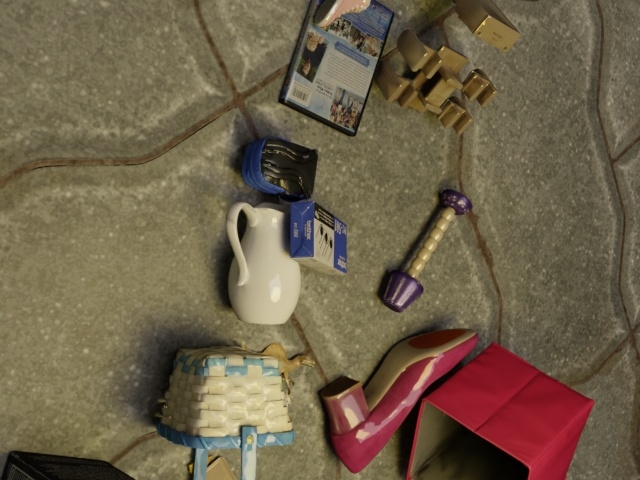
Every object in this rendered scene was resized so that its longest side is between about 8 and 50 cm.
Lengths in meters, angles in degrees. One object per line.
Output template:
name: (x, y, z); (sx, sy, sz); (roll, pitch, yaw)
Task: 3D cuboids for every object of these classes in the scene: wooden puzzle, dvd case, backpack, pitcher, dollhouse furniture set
wooden puzzle: (-0.194, 0.435, 1.516); (0.079, 0.014, 0.116); (-28, 115, -26)
dvd case: (0.034, -0.338, 1.532); (0.180, 0.022, 0.253); (20, 86, -39)
backpack: (-0.079, -0.119, 1.434); (0.120, 0.101, 0.098); (19, 69, -42)
pitcher: (-0.108, 0.037, 1.423); (0.178, 0.125, 0.207); (1, 93, -57)
dollhouse furniture set: (0.240, -0.363, 1.614); (0.212, 0.161, 0.242); (16, 127, -38)

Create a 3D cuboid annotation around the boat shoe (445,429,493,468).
boat shoe: (0.357, 0.481, 1.919); (0.219, 0.078, 0.070); (-24, 133, -34)

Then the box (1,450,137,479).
box: (-0.355, 0.493, 1.207); (0.183, 0.294, 0.296); (19, 82, -38)

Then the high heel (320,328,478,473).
high heel: (0.178, 0.316, 1.710); (0.377, 0.127, 0.181); (-22, 106, -18)

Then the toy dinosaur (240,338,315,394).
toy dinosaur: (-0.094, 0.234, 1.541); (0.183, 0.053, 0.092); (19, 71, -40)

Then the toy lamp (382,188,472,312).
toy lamp: (0.214, 0.024, 1.711); (0.080, 0.080, 0.274); (47, 69, -34)

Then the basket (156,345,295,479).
basket: (-0.156, 0.322, 1.370); (0.201, 0.255, 0.288); (8, 86, -26)

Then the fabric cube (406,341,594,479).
fabric cube: (0.367, 0.418, 1.729); (0.258, 0.259, 0.254); (-28, 135, -40)

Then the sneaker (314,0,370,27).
sneaker: (0.047, -0.415, 1.478); (0.070, 0.051, 0.134); (41, 69, -31)

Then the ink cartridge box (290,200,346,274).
ink cartridge box: (0.000, 0.000, 1.479); (0.207, 0.046, 0.097); (30, 58, -71)
